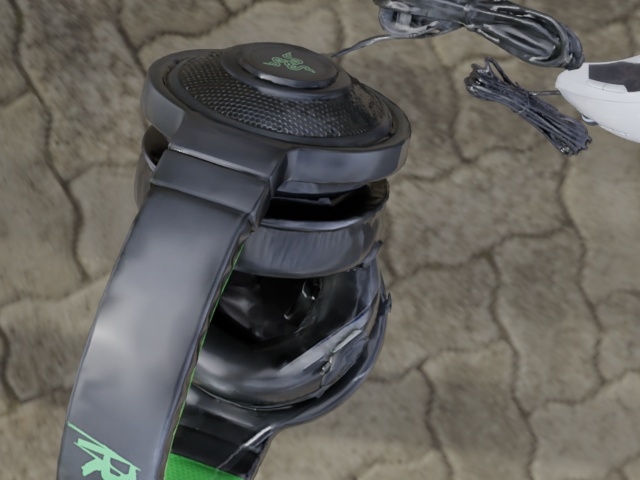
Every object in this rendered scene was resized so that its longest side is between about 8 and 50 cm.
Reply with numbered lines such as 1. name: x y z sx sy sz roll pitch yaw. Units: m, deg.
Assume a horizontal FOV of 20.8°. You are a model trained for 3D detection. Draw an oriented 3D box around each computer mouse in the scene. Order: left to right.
1. computer mouse: 0.189 -0.088 1.150 0.106 0.193 0.042 35 71 -31

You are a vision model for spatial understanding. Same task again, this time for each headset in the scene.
1. headset: 0.000 0.000 0.881 0.185 0.394 0.243 18 144 10
